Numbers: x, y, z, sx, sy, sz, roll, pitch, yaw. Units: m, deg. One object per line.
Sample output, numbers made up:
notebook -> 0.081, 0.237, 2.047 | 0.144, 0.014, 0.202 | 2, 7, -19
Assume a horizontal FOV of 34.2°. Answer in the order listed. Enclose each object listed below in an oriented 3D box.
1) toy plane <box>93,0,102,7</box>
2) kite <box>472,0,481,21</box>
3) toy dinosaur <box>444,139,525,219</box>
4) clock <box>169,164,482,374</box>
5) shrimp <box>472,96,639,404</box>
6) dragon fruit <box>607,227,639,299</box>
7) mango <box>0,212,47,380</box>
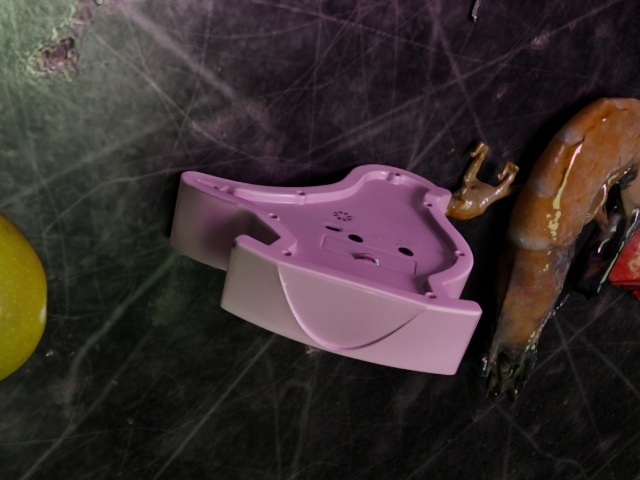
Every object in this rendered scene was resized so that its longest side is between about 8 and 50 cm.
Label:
toy plane -> -0.184, -0.224, 0.818 | 0.077, 0.024, 0.084 | -25, 138, -22
kite -> 0.182, -0.297, 1.055 | 0.139, 0.011, 0.157 | 1, 119, -35
toy dinosaur -> 0.183, -0.043, 1.219 | 0.126, 0.039, 0.162 | -53, 142, 5
clock -> 0.000, 0.000, 1.017 | 0.290, 0.275, 0.080 | 15, 117, -3
shrimp -> 0.316, 0.023, 1.342 | 0.272, 0.085, 0.445 | -3, 120, -43
dragon fruit -> 0.575, 0.002, 1.508 | 0.343, 0.100, 0.282 | 20, 102, -45
mango -> -0.339, 0.021, 0.779 | 0.293, 0.143, 0.175 | 27, 61, -40
